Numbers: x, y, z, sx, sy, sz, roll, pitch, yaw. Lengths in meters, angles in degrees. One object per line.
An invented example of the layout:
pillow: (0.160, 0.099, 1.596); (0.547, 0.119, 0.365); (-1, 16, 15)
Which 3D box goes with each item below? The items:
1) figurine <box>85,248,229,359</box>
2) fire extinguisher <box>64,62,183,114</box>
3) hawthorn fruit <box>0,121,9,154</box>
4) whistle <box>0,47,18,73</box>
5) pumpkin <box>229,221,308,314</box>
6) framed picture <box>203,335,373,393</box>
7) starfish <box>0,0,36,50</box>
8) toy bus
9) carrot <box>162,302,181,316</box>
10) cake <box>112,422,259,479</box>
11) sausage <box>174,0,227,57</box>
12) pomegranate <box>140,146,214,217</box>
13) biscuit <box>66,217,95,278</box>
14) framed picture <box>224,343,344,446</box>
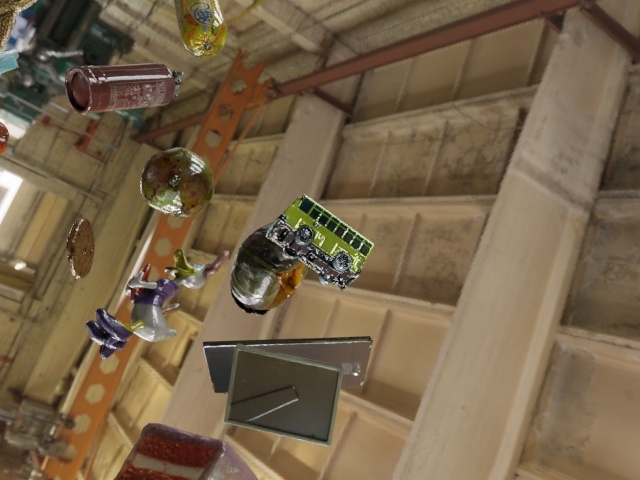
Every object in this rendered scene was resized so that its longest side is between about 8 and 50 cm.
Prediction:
figurine: (-0.425, 0.154, 1.782); (0.421, 0.193, 0.154); (-51, -173, -35)
fire extinguisher: (-0.394, -0.322, 1.396); (0.104, 0.269, 0.105); (14, -67, 36)
hawthorn fruit: (-0.919, -0.281, 1.819); (0.128, 0.128, 0.128); (-40, -145, 36)
whistle: (-0.856, -0.416, 1.624); (0.186, 0.093, 0.274); (-5, -152, 30)
pumpkin: (-0.162, 0.084, 2.175); (0.192, 0.320, 0.320); (35, -81, 18)
framed picture: (-0.068, 0.268, 1.407); (0.255, 0.338, 0.014); (92, -5, -56)
starfish: (-0.917, -0.717, 2.012); (0.293, 0.084, 0.301); (-47, -141, -6)
toy bus: (0.000, 0.000, 1.788); (0.150, 0.262, 0.128); (-56, -176, -33)
carrot: (-0.567, 0.260, 2.370); (0.035, 0.165, 0.036); (16, -65, 38)
cake: (-0.344, 0.629, 1.696); (0.308, 0.230, 0.237); (0, -133, 34)
sausage: (-0.315, -0.596, 1.729); (0.123, 0.123, 0.347); (-44, -135, 30)
pomegranate: (-0.315, -0.130, 1.475); (0.159, 0.159, 0.205); (-57, -173, 10)
biscuit: (-0.811, 0.025, 2.245); (0.212, 0.036, 0.212); (-178, -90, -89)
framed picture: (-0.067, 0.278, 1.196); (0.015, 0.203, 0.150); (-20, 119, -79)
